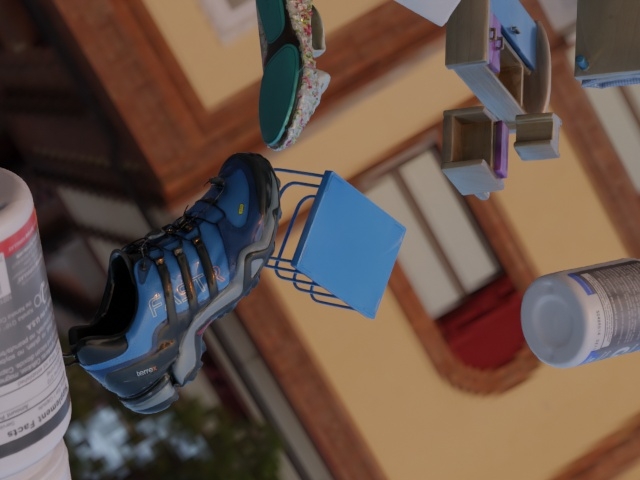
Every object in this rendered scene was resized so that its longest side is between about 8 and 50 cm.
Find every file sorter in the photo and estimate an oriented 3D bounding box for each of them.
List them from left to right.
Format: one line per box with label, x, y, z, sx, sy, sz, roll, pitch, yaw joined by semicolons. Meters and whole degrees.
file sorter;0.000;0.000;2.232;0.104;0.170;0.118;11;-106;38

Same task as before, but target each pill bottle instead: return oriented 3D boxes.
pill bottle;-0.290;0.095;1.553;0.161;0.283;0.161;-5;-153;3
pill bottle;0.236;0.056;1.562;0.137;0.078;0.078;-9;179;-38

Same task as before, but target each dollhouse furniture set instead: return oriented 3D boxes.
dollhouse furniture set;0.308;-0.186;2.060;0.303;0.198;0.286;-6;-111;24

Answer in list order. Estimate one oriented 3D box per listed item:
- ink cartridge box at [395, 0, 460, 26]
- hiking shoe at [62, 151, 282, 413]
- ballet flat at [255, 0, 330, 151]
ink cartridge box;0.061;-0.341;1.692;0.168;0.232;0.171;-55;-167;36
hiking shoe;-0.146;0.027;1.986;0.113;0.132;0.304;8;-114;52
ballet flat;-0.026;-0.208;2.166;0.077;0.241;0.091;13;153;-33
